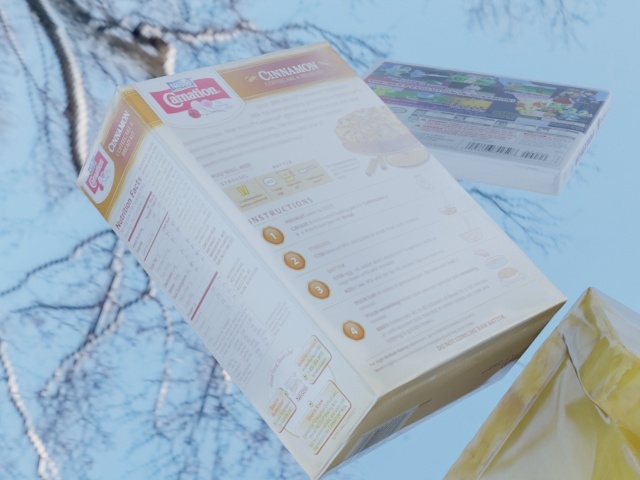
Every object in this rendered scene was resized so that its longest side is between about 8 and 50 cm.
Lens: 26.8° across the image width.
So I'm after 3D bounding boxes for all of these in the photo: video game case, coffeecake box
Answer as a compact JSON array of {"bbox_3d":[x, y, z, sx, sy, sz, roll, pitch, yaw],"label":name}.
[{"bbox_3d":[0.108,-0.092,1.038,0.201,0.183,0.023,10,-62,20],"label":"video game case"},{"bbox_3d":[0.000,0.000,0.631,0.185,0.142,0.068,49,-48,20],"label":"coffeecake box"}]

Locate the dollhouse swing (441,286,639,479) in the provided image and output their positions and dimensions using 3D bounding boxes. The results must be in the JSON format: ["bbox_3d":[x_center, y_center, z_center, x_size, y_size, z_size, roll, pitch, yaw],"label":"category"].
[{"bbox_3d":[0.143,0.256,0.614,0.347,0.315,0.305,-56,-154,12],"label":"dollhouse swing"}]
